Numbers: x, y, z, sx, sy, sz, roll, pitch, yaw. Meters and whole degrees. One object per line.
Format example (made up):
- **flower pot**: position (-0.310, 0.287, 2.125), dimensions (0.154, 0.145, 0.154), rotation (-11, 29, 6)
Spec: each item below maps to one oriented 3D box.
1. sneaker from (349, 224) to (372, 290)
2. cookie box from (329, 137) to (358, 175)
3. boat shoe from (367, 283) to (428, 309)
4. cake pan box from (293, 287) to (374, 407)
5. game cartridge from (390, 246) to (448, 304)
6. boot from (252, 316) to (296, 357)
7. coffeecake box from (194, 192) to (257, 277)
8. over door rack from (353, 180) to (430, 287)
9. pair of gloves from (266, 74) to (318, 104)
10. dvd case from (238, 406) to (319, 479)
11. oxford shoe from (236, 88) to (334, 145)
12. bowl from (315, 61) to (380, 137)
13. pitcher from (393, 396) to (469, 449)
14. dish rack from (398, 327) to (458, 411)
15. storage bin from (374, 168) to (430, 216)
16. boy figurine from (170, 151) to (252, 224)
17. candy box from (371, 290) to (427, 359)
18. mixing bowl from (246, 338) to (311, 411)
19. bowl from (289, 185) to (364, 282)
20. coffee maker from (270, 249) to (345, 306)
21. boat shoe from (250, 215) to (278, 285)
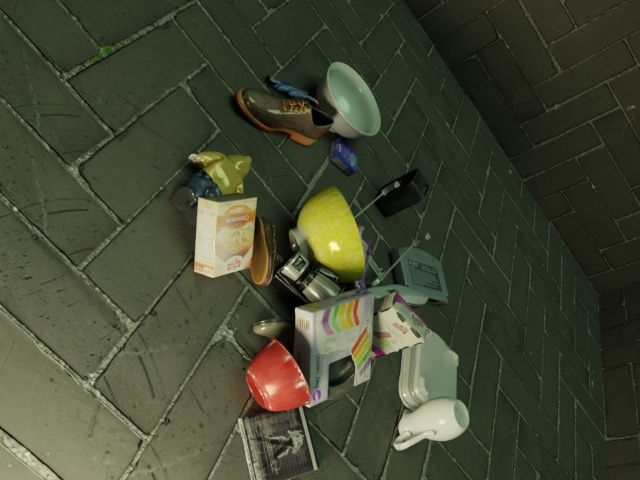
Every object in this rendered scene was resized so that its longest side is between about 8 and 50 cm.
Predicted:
- **sneaker**: position (0.118, 0.052, 1.902), dimensions (0.105, 0.095, 0.236), rotation (-16, 95, -15)
- **cookie box**: position (0.084, -0.299, 2.173), dimensions (0.107, 0.040, 0.091), rotation (38, 43, -32)
- **boat shoe**: position (0.245, 0.214, 2.010), dimensions (0.301, 0.108, 0.102), rotation (1, 113, -49)
- **cake pan box**: position (0.036, 0.276, 1.572), dimensions (0.246, 0.070, 0.266), rotation (-9, 107, -44)
- **game cartridge**: position (0.369, 0.128, 2.260), dimensions (0.297, 0.062, 0.198), rotation (17, 51, -46)
- **boot**: position (-0.071, 0.293, 1.577), dimensions (0.247, 0.083, 0.161), rotation (20, 59, -43)
- **coffeecake box**: position (-0.233, -0.016, 1.492), dimensions (0.142, 0.068, 0.185), rotation (-15, 116, -54)
- **over door rack**: position (0.199, -0.017, 2.062), dimensions (0.324, 0.108, 0.239), rotation (-38, 99, -33)
- **pair of gloves**: position (-0.097, -0.498, 2.008), dimensions (0.159, 0.023, 0.198), rotation (16, 19, -29)
- **dvd case**: position (-0.097, 0.493, 1.465), dimensions (0.221, 0.018, 0.164), rotation (5, 64, -50)
- **oxford shoe**: position (-0.107, -0.416, 1.925), dimensions (0.364, 0.133, 0.129), rotation (11, 61, -48)
- **bowl**: position (0.078, -0.484, 2.203), dimensions (0.298, 0.134, 0.297), rotation (30, 46, -38)
- **pitcher**: position (0.324, 0.552, 1.802), dimensions (0.125, 0.207, 0.178), rotation (59, 37, -7)
- **dish rack**: position (0.385, 0.454, 2.061), dimensions (0.285, 0.072, 0.332), rotation (42, 40, -27)
- **storage bin**: position (0.303, -0.177, 2.256), dimensions (0.084, 0.180, 0.122), rotation (52, 37, -15)
- **boy figurine**: position (-0.275, -0.161, 1.590), dimensions (0.177, 0.092, 0.285), rotation (52, 36, -15)
- **candy box**: position (0.169, 0.256, 1.766), dimensions (0.159, 0.233, 0.071), rotation (48, 39, -22)
- **mixing bowl**: position (-0.113, 0.335, 1.442), dimensions (0.098, 0.181, 0.181), rotation (-27, 91, -22)
- **bowl**: position (0.000, 0.000, 1.751), dimensions (0.156, 0.289, 0.289), rotation (-17, 80, -12)
- **coffee maker**: position (-0.049, 0.132, 1.662), dimensions (0.178, 0.171, 0.120), rotation (41, 32, -2)
- **boat shoe**: position (-0.147, 0.029, 1.647), dimensions (0.073, 0.073, 0.206), rotation (23, 52, -41)
